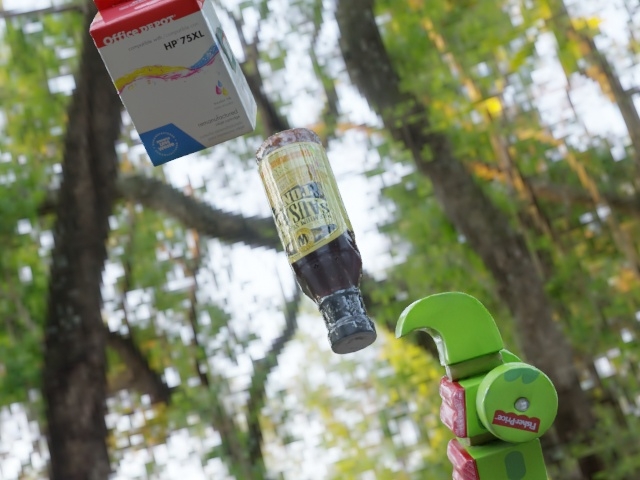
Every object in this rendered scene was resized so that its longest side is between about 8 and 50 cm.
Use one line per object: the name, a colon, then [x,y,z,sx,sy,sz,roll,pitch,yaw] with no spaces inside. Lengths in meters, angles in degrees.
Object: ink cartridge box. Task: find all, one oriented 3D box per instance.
ink cartridge box: [-0.178,-0.218,1.964,0.134,0.078,0.231,-20,-67,11]

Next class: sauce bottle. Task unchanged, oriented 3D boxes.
sauce bottle: [0.000,0.000,0.918,0.042,0.128,0.042,-17,-27,-9]

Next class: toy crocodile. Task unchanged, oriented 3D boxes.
toy crocodile: [0.158,0.202,1.458,0.105,0.340,0.115,-18,9,-7]
